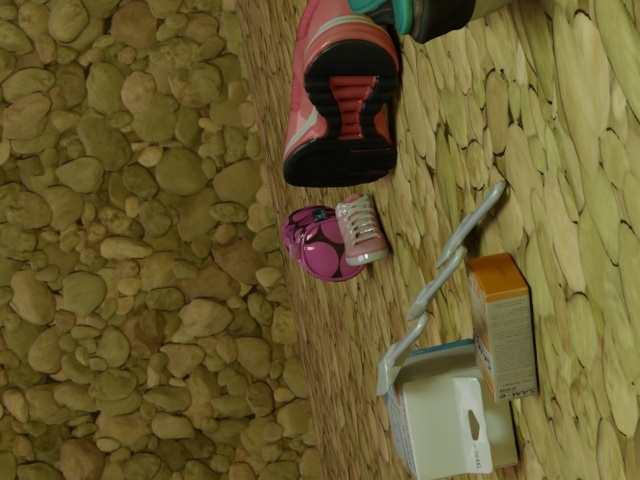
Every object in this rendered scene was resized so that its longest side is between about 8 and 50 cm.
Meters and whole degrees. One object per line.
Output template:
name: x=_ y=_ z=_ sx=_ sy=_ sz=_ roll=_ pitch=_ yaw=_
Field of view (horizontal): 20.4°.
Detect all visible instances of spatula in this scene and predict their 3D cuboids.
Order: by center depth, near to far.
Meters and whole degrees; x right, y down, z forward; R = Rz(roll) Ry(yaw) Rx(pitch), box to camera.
spatula: x=0.095 y=0.040 z=1.442 sx=0.168 sy=0.019 sz=0.242 roll=-59 pitch=0 yaw=-14

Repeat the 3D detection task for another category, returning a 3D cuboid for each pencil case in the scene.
pencil case: x=0.000 y=0.000 z=2.277 sx=0.209 sy=0.098 sz=0.095 roll=-151 pitch=50 yaw=-83

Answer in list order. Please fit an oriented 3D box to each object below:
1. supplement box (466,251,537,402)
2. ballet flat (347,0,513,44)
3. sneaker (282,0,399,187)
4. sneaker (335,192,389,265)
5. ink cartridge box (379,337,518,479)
supplement box: x=0.140 y=0.067 z=1.384 sx=0.062 sy=0.036 sz=0.098 roll=-111 pitch=11 yaw=-62
ballet flat: x=0.078 y=-0.188 z=1.201 sx=0.280 sy=0.096 sz=0.095 roll=-122 pitch=25 yaw=-77
sneaker: x=0.024 y=-0.163 z=1.826 sx=0.314 sy=0.116 sz=0.136 roll=104 pitch=165 yaw=-61
sneaker: x=0.044 y=-0.015 z=2.050 sx=0.134 sy=0.051 sz=0.070 roll=-110 pitch=4 yaw=-78
ink cartridge box: x=0.112 y=0.148 z=1.552 sx=0.143 sy=0.090 sz=0.092 roll=-139 pitch=38 yaw=-81
